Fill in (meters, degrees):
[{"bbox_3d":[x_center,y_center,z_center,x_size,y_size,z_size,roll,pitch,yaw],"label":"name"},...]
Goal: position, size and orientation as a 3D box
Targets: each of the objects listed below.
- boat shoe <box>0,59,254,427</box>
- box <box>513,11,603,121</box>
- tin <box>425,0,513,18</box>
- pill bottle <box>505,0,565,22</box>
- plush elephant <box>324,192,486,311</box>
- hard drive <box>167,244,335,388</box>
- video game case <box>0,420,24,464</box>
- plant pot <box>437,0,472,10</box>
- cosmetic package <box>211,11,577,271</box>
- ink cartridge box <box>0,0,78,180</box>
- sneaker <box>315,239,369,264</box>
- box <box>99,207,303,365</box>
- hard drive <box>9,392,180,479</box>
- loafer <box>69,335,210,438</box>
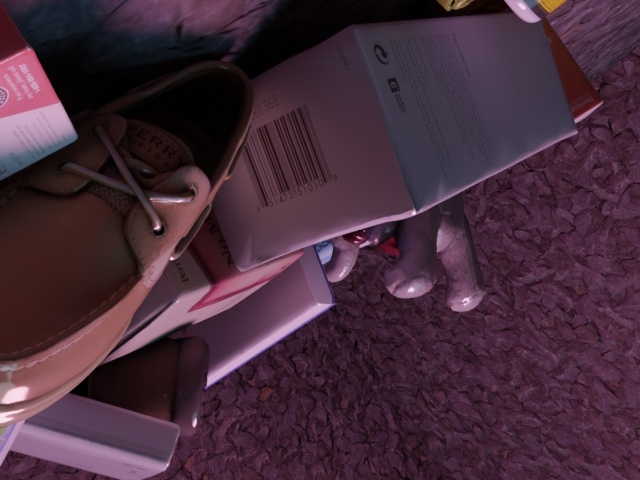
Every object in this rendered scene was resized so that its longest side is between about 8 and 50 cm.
[{"bbox_3d":[-0.133,-0.032,0.461,0.110,0.122,0.341,-46,-168,31],"label":"boat shoe"},{"bbox_3d":[0.267,-0.210,0.990,0.130,0.170,0.091,-33,174,2],"label":"box"},{"bbox_3d":[0.181,-0.266,0.757,0.190,0.040,0.106,-25,174,-45],"label":"tin"},{"bbox_3d":[0.214,-0.268,0.585,0.184,0.103,0.103,-36,173,27],"label":"pill bottle"},{"bbox_3d":[0.082,-0.039,1.164,0.256,0.329,0.272,-10,172,31],"label":"plush elephant"},{"bbox_3d":[-0.135,0.062,0.966,0.319,0.210,0.040,-36,153,32],"label":"hard drive"},{"bbox_3d":[-0.265,0.113,0.441,0.193,0.023,0.212,2,127,-53],"label":"video game case"},{"bbox_3d":[0.091,-0.212,0.529,0.083,0.079,0.083,-33,173,-4],"label":"plant pot"},{"bbox_3d":[0.082,-0.113,0.740,0.217,0.156,0.385,-18,-177,41],"label":"cosmetic package"},{"bbox_3d":[-0.226,-0.044,0.341,0.198,0.067,0.115,-32,174,-13],"label":"ink cartridge box"},{"bbox_3d":[0.000,0.000,1.557,0.319,0.127,0.208,-20,168,-20],"label":"sneaker"},{"bbox_3d":[-0.145,0.002,0.720,0.127,0.148,0.232,-36,173,25],"label":"box"},{"bbox_3d":[-0.291,0.145,0.635,0.203,0.308,0.040,137,-29,-60],"label":"hard drive"},{"bbox_3d":[-0.226,0.164,0.848,0.130,0.133,0.366,10,158,-19],"label":"loafer"}]
